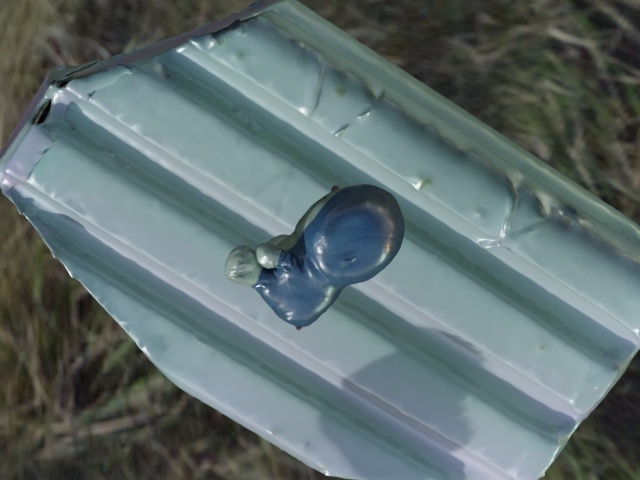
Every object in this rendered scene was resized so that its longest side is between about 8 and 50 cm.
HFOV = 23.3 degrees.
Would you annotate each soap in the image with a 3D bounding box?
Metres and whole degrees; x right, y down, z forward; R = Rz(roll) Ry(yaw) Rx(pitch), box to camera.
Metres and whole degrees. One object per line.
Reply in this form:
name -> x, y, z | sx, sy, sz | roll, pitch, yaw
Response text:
soap -> 0.000, 0.000, 1.104 | 0.446, 0.156, 0.261 | 31, 108, -13

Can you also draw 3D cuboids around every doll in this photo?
doll -> 0.003, 0.003, 0.754 | 0.083, 0.076, 0.050 | -37, 87, 13
